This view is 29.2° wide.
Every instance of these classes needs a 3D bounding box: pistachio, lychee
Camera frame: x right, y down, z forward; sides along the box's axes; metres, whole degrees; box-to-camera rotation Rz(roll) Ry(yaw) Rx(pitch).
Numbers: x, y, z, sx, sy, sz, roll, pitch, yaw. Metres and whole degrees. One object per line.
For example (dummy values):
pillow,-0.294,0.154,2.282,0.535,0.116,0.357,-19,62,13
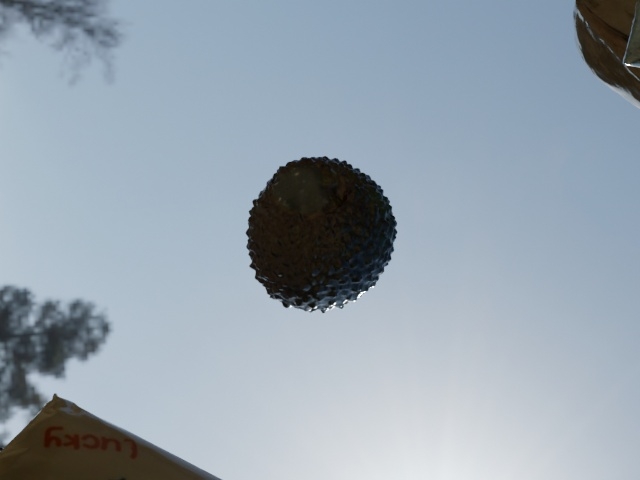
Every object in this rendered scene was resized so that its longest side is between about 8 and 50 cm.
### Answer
pistachio,0.401,-0.239,1.540,0.226,0.135,0.136,56,-38,31
lychee,0.000,0.000,1.259,0.171,0.171,0.171,16,-73,63

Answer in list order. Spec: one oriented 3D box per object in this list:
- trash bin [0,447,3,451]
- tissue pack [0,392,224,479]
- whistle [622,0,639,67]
trash bin,-0.170,0.189,0.695,0.175,0.161,0.175,-1,-91,57
tissue pack,-0.058,0.161,0.446,0.196,0.148,0.092,26,-52,10
whistle,0.424,-0.153,1.073,0.062,0.312,0.062,12,90,-87
